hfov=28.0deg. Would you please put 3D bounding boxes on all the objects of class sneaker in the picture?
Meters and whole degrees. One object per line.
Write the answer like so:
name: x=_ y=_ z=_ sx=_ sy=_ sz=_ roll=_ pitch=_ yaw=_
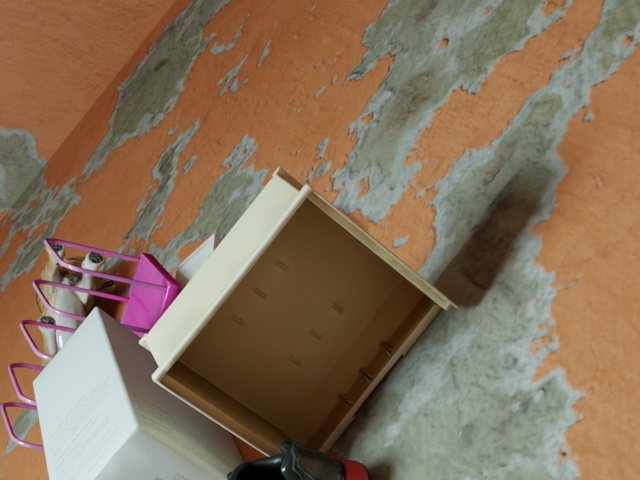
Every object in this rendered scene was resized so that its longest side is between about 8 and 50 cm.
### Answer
sneaker: x=-0.076 y=0.315 z=1.408 sx=0.276 sy=0.135 sz=0.098 roll=-43 pitch=27 yaw=20

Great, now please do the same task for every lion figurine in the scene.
lion figurine: x=-0.441 y=0.162 z=2.238 sx=0.240 sy=0.142 sz=0.392 roll=111 pitch=167 yaw=-47

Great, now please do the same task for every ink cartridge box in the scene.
ink cartridge box: x=-0.159 y=0.070 z=1.940 sx=0.092 sy=0.090 sz=0.143 roll=-39 pitch=27 yaw=25

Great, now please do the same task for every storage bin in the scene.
storage bin: x=-0.021 y=0.101 z=1.452 sx=0.262 sy=0.260 sz=0.123 roll=-52 pitch=25 yaw=0

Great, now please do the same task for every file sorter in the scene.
file sorter: x=-0.355 y=0.162 z=1.928 sx=0.202 sy=0.182 sz=0.291 roll=32 pitch=107 yaw=66

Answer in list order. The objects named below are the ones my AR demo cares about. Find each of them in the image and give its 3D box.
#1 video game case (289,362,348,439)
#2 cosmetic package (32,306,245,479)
video game case: x=-0.024 y=0.145 z=1.682 sx=0.196 sy=0.026 sz=0.274 roll=-52 pitch=23 yaw=-1
cosmetic package: x=-0.232 y=0.260 z=1.662 sx=0.156 sy=0.217 sz=0.385 roll=-50 pitch=23 yaw=3
